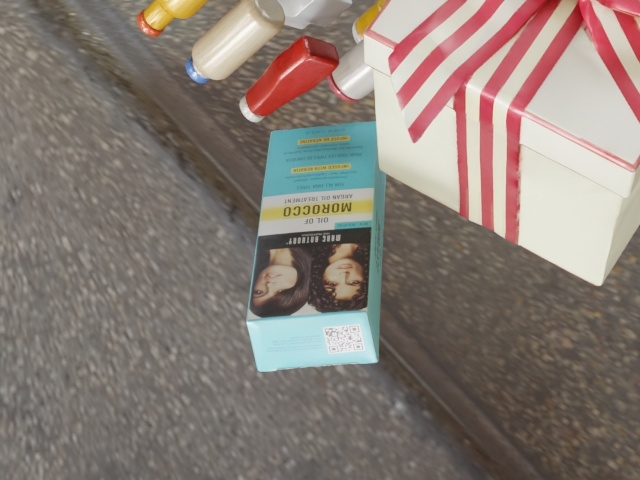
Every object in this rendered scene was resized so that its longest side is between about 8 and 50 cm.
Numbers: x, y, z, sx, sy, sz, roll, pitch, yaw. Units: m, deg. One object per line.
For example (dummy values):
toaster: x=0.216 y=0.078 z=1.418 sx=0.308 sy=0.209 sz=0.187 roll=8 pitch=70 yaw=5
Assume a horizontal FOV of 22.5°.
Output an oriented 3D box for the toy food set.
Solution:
toy food set: x=-0.033 y=-0.167 z=1.361 sx=0.232 sy=0.104 sz=0.111 roll=9 pitch=55 yaw=-44

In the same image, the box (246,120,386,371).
box: x=0.000 y=0.000 z=1.358 sx=0.100 sy=0.244 sz=0.060 roll=-5 pitch=131 yaw=8

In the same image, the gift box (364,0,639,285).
gift box: x=0.185 y=-0.126 z=1.238 sx=0.255 sy=0.258 sz=0.276 roll=24 pitch=68 yaw=14
